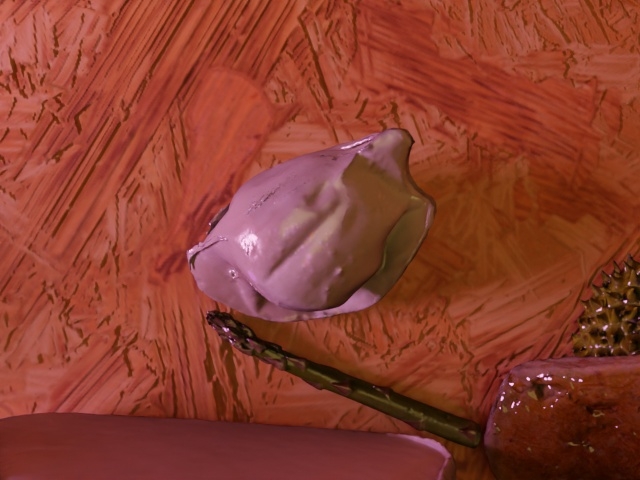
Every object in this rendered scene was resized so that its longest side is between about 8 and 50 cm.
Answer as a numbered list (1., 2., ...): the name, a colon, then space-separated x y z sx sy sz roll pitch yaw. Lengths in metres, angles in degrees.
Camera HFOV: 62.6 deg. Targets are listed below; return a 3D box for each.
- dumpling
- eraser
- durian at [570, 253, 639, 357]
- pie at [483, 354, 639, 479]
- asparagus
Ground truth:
1. dumpling: 0.000 0.000 0.402 0.199 0.118 0.136 -34 104 17
2. eraser: -0.058 0.195 0.267 0.331 0.331 0.149 7 82 -7
3. durian: 0.289 0.110 0.433 0.137 0.095 0.220 7 77 -7
4. pie: 0.224 0.170 0.391 0.195 0.046 0.195 6 103 26
5. asparagus: 0.019 0.115 0.431 0.249 0.024 0.025 24 38 -4
